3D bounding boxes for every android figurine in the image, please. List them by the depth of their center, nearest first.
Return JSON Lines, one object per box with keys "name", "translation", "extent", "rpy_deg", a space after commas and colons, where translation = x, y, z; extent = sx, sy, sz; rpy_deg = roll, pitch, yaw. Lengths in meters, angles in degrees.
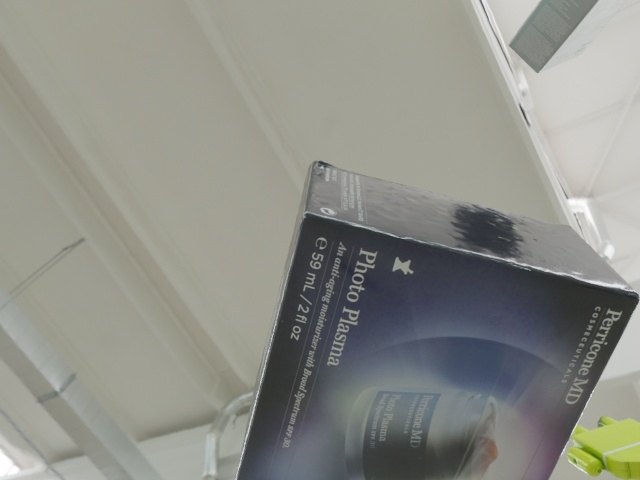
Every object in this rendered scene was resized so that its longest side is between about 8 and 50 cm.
{"name": "android figurine", "translation": [0.711, 0.484, 1.384], "extent": [0.248, 0.273, 0.056], "rpy_deg": [-12, -85, -12]}

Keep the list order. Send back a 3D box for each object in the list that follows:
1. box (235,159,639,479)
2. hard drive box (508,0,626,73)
{"name": "box", "translation": [0.094, 0.111, 0.603], "extent": [0.293, 0.183, 0.297], "rpy_deg": [13, -68, -4]}
{"name": "hard drive box", "translation": [0.491, -0.445, 1.113], "extent": [0.089, 0.181, 0.232], "rpy_deg": [51, -37, 14]}
